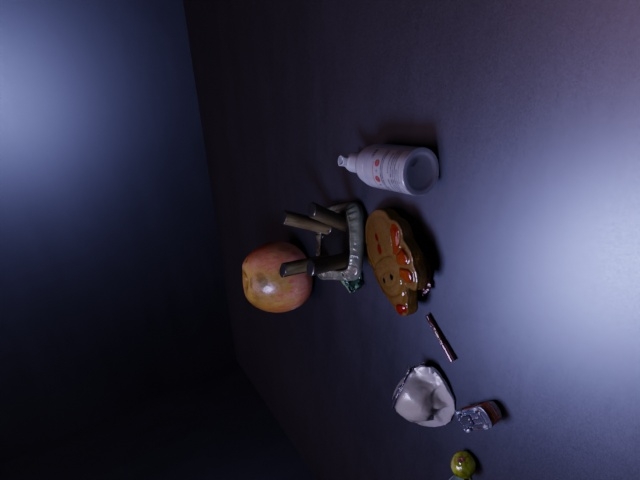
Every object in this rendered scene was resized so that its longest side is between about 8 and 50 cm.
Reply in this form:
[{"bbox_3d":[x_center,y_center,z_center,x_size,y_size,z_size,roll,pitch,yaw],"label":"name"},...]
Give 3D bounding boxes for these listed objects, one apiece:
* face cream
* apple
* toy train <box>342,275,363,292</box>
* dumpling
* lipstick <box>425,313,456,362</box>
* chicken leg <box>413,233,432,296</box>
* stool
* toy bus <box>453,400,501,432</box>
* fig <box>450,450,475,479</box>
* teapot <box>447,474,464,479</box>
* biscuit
[{"bbox_3d":[0.197,-0.239,1.594,0.370,0.146,0.145,25,129,56],"label":"face cream"},{"bbox_3d":[-0.222,0.187,2.478,0.364,0.364,0.363,42,142,44],"label":"apple"},{"bbox_3d":[0.103,0.133,2.112,0.200,0.083,0.132,58,162,22],"label":"toy train"},{"bbox_3d":[0.365,0.587,1.837,0.204,0.164,0.292,53,137,39],"label":"dumpling"},{"bbox_3d":[0.410,0.334,1.718,0.176,0.027,0.027,62,153,17],"label":"lipstick"},{"bbox_3d":[0.330,0.087,1.673,0.090,0.048,0.218,13,120,56],"label":"chicken leg"},{"bbox_3d":[0.000,0.000,1.939,0.310,0.226,0.309,-9,78,56],"label":"stool"},{"bbox_3d":[0.514,0.567,1.623,0.079,0.077,0.174,62,152,15],"label":"toy bus"},{"bbox_3d":[0.511,0.835,1.803,0.093,0.093,0.166,35,137,49],"label":"fig"},{"bbox_3d":[0.504,0.929,1.864,0.092,0.091,0.124,50,158,33],"label":"teapot"},{"bbox_3d":[0.251,0.073,1.730,0.359,0.074,0.380,140,118,-73],"label":"biscuit"}]
